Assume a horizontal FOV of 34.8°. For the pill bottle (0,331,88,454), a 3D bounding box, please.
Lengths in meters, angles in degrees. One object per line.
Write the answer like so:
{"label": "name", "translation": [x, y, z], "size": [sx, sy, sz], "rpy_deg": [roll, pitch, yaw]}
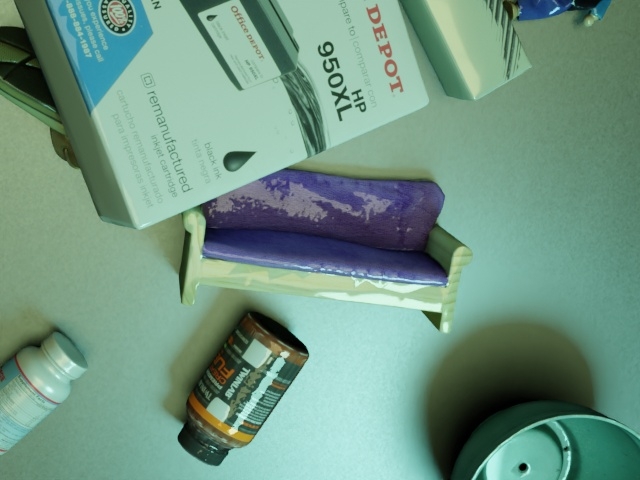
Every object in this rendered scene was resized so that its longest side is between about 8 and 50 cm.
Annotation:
{"label": "pill bottle", "translation": [-0.381, 0.194, 1.317], "size": [0.160, 0.087, 0.087], "rpy_deg": [-42, 105, 0]}

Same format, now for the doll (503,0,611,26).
{"label": "doll", "translation": [0.333, -0.344, 1.344], "size": [0.188, 0.046, 0.129], "rpy_deg": [-12, 104, -6]}

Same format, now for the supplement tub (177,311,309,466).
{"label": "supplement tub", "translation": [-0.108, 0.200, 1.353], "size": [0.106, 0.106, 0.198], "rpy_deg": [33, 94, -14]}

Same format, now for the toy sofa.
{"label": "toy sofa", "translation": [0.000, 0.000, 1.307], "size": [0.362, 0.150, 0.177], "rpy_deg": [7, 101, -11]}

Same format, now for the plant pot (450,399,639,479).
{"label": "plant pot", "translation": [0.302, 0.343, 1.403], "size": [0.292, 0.196, 0.293], "rpy_deg": [-2, 102, -8]}

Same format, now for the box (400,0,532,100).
{"label": "box", "translation": [0.155, -0.319, 1.288], "size": [0.094, 0.113, 0.275], "rpy_deg": [-30, 106, -3]}

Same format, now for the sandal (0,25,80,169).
{"label": "sandal", "translation": [-0.295, -0.146, 1.261], "size": [0.302, 0.120, 0.086], "rpy_deg": [39, 133, -21]}

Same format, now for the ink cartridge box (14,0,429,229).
{"label": "ink cartridge box", "translation": [-0.106, -0.220, 1.179], "size": [0.394, 0.166, 0.286], "rpy_deg": [-25, 106, -22]}
